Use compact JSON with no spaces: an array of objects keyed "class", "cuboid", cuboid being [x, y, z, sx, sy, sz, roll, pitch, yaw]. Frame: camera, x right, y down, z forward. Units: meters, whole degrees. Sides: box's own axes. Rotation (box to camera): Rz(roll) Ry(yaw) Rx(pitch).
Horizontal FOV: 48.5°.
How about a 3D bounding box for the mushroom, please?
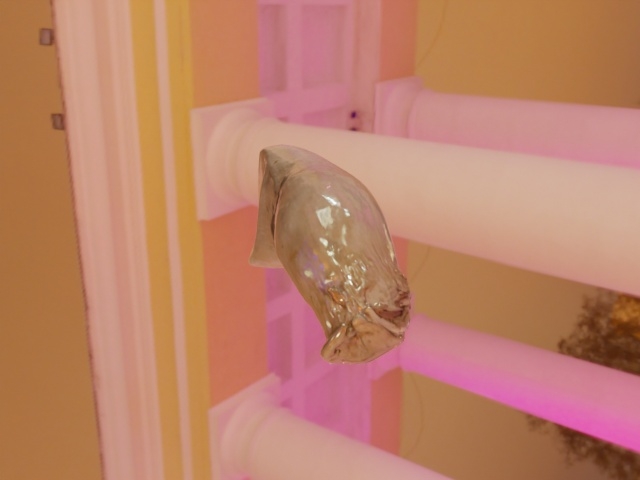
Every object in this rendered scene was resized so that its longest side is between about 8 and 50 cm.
[{"class":"mushroom","cuboid":[0.000,0.000,0.804,0.126,0.397,0.177,9,-79,-18]}]
